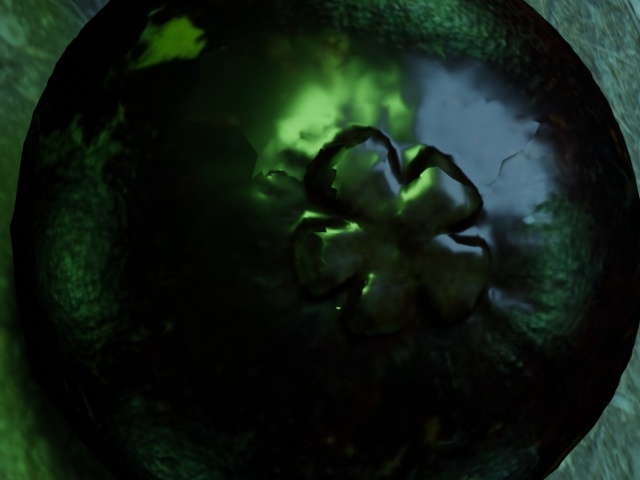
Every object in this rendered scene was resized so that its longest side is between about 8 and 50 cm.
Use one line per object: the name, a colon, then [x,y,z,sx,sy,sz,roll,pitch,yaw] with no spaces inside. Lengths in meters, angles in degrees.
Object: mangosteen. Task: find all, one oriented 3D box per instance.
mangosteen: [0.000,0.000,0.755,0.288,0.288,0.288,35,41,-38]
